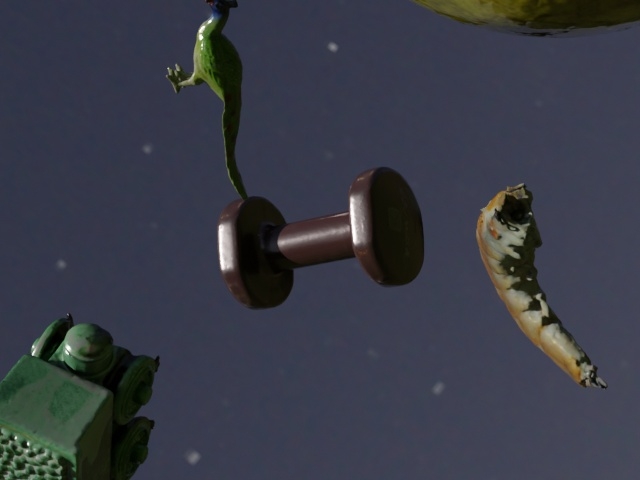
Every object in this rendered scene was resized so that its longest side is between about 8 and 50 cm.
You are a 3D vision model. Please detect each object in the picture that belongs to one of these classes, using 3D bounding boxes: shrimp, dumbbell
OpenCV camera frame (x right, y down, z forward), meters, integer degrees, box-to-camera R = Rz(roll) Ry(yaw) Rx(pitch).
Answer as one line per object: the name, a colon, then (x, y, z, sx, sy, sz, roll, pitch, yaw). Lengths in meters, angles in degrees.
shrimp: (0.269, 0.063, 2.443, 0.068, 0.185, 0.287, -23, -81, -12)
dumbbell: (0.000, 0.000, 2.175, 0.124, 0.225, 0.140, 16, -114, -57)

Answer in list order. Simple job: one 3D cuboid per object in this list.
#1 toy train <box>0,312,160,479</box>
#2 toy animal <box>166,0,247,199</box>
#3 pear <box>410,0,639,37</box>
toy train: (-0.279, 0.214, 2.074, 0.202, 0.145, 0.266, -55, -18, -39)
toy animal: (-0.113, -0.142, 1.882, 0.041, 0.075, 0.217, -54, -34, -60)
pear: (0.154, -0.307, 1.322, 0.413, 0.352, 0.352, 12, -65, -22)
